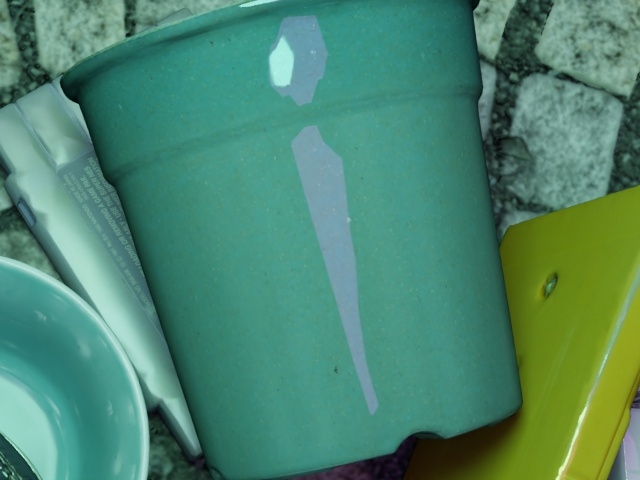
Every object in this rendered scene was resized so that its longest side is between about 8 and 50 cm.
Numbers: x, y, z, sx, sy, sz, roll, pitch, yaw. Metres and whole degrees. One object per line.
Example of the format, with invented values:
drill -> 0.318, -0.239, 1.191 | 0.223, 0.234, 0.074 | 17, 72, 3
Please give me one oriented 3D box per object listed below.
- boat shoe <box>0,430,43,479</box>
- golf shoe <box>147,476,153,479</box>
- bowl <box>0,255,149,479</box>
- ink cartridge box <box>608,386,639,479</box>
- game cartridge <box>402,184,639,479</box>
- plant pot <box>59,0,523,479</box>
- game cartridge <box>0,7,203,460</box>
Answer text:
boat shoe -> -0.231, 0.226, 1.096 | 0.095, 0.079, 0.254 | -26, 82, -10
golf shoe -> -0.132, 0.274, 1.276 | 0.086, 0.067, 0.186 | -38, 85, -14
bowl -> -0.298, 0.177, 1.222 | 0.312, 0.163, 0.311 | 2, 76, -9
ink cartridge box -> 0.273, 0.150, 1.332 | 0.086, 0.148, 0.203 | 1, 78, -11
game cartridge -> 0.180, 0.116, 1.255 | 0.053, 0.285, 0.323 | 28, 74, -15
plant pot -> 0.000, 0.000, 1.188 | 0.341, 0.341, 0.334 | -13, 87, -12
game cartridge -> -0.122, -0.007, 1.352 | 0.230, 0.068, 0.355 | -32, 84, -11
